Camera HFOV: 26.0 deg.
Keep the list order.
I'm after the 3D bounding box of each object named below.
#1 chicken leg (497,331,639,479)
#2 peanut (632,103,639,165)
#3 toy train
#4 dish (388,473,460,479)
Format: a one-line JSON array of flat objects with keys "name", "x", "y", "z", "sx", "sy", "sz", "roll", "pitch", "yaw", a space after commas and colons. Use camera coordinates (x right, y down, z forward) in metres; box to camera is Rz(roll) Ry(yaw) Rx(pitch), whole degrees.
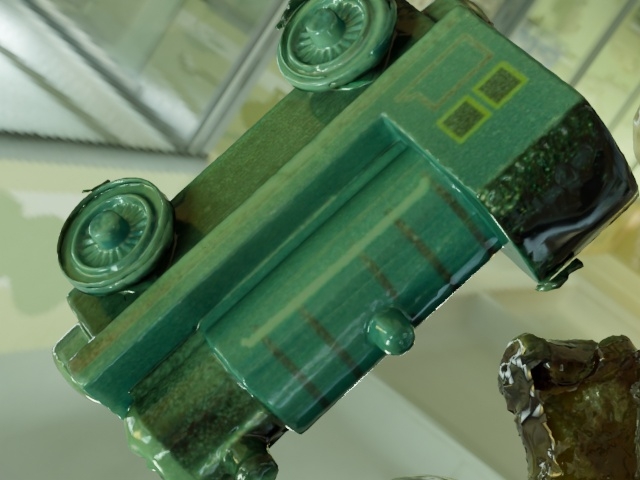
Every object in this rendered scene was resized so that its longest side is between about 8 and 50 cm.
[{"name": "chicken leg", "x": 0.177, "y": 0.227, "z": 0.778, "sx": 0.211, "sy": 0.361, "sz": 0.140, "roll": -6, "pitch": 167, "yaw": 41}, {"name": "peanut", "x": 0.358, "y": -0.093, "z": 1.327, "sx": 0.123, "sy": 0.123, "sz": 0.257, "roll": 38, "pitch": -176, "yaw": 14}, {"name": "toy train", "x": 0.000, "y": 0.000, "z": 0.716, "sx": 0.194, "sy": 0.298, "sz": 0.120, "roll": 46, "pitch": 179, "yaw": 42}, {"name": "dish", "x": 0.051, "y": 0.291, "z": 1.051, "sx": 0.117, "sy": 0.256, "sz": 0.256, "roll": 18, "pitch": 180, "yaw": 38}]
